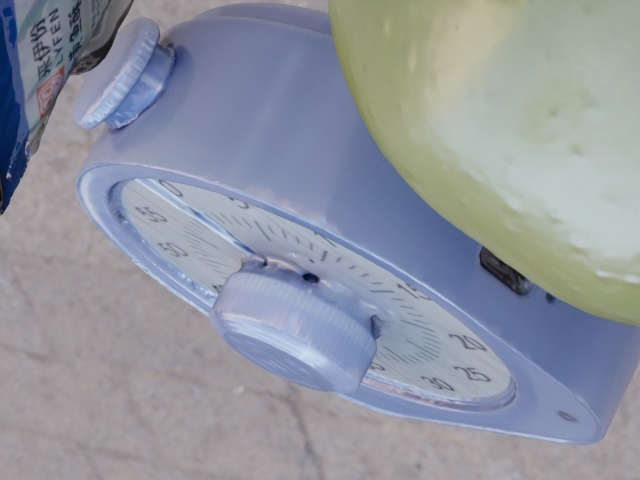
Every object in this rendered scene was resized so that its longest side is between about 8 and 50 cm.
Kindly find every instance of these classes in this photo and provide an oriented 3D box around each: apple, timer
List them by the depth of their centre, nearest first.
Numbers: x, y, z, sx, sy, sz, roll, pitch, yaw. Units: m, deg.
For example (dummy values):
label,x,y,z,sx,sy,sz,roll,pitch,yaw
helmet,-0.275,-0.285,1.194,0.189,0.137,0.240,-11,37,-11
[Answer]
label,x,y,z,sx,sy,sz,roll,pitch,yaw
apple,0.186,-0.140,0.601,0.357,0.357,0.357,21,140,18
timer,0.000,0.000,0.921,0.395,0.173,0.395,26,164,8

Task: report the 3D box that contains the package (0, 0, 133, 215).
label,x,y,z,sx,sy,sz,roll,pitch,yaw
package,-0.082,-0.121,0.450,0.027,0.173,0.171,15,141,7
